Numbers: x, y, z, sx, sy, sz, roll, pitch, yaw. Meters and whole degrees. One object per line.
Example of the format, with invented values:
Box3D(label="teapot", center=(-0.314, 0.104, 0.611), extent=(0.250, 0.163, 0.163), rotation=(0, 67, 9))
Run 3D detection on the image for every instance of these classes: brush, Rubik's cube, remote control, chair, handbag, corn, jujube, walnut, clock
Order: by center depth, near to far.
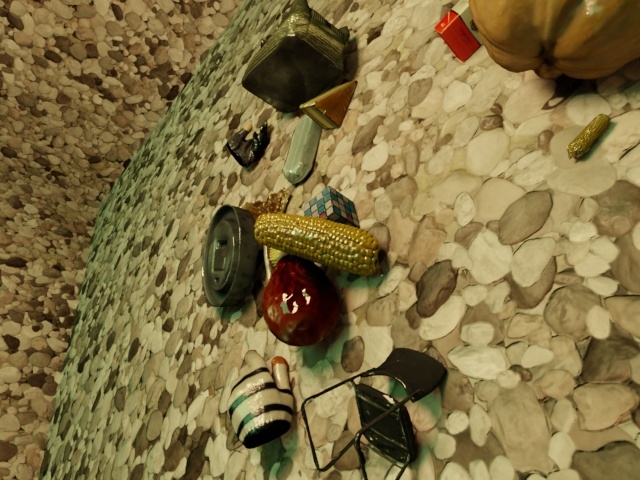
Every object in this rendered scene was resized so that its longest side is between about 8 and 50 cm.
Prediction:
Box3D(label="walnut", center=(0.407, -0.434, 0.658), extent=(0.306, 0.306, 0.344), rotation=(14, 79, 52))
Box3D(label="corn", center=(0.426, -0.164, 0.676), extent=(0.083, 0.027, 0.028), rotation=(-52, 17, 12))
Box3D(label="chair", center=(0.104, 0.293, 0.704), extent=(0.140, 0.221, 0.145), rotation=(7, 116, 51))
Box3D(label="corn", center=(0.000, 0.000, 0.928), extent=(0.310, 0.101, 0.101), rotation=(18, 79, 20))
Box3D(label="jujube", center=(-0.048, 0.120, 0.940), extent=(0.168, 0.168, 0.236), rotation=(-42, 36, 24))
Box3D(label="Rubik's cube", center=(0.025, -0.057, 1.021), extent=(0.092, 0.092, 0.092), rotation=(-37, 43, 29))
Box3D(label="brush", center=(-0.116, 0.074, 1.131), extent=(0.067, 0.072, 0.313), rotation=(-19, 53, 25))
Box3D(label="clock", center=(-0.278, 0.046, 1.271), extent=(0.312, 0.061, 0.312), rotation=(-18, 68, 54))
Box3D(label="remote control", center=(-0.056, -0.285, 1.299), extent=(0.104, 0.052, 0.247), rotation=(-14, 54, 43))
Box3D(label="handbag", center=(-0.071, -0.586, 1.345), extent=(0.340, 0.247, 0.240), rotation=(-23, 50, 48))

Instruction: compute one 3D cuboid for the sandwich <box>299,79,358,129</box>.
Box3D(label="sandwich", center=(0.025, -0.426, 1.240), extent=(0.079, 0.113, 0.163), rotation=(9, 74, 52))

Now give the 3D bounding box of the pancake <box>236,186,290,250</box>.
Box3D(label="pancake", center=(-0.190, -0.086, 1.318), extent=(0.244, 0.057, 0.266), rotation=(-47, 42, 20))

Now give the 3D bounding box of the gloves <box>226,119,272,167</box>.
Box3D(label="gloves", center=(-0.240, -0.358, 1.541), extent=(0.180, 0.106, 0.129), rotation=(-36, 36, -14))

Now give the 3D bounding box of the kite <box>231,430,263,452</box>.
Box3D(label="kite", center=(-0.154, 0.418, 0.996), extent=(0.190, 0.010, 0.159), rotation=(-41, 43, 26))

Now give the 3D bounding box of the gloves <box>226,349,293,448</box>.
Box3D(label="gloves", center=(-0.144, 0.330, 0.935), extent=(0.140, 0.131, 0.219), rotation=(-41, 48, 11))

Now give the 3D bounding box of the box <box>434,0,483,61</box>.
Box3D(label="box", center=(0.339, -0.484, 0.923), extent=(0.152, 0.100, 0.048), rotation=(-41, 39, 25))
